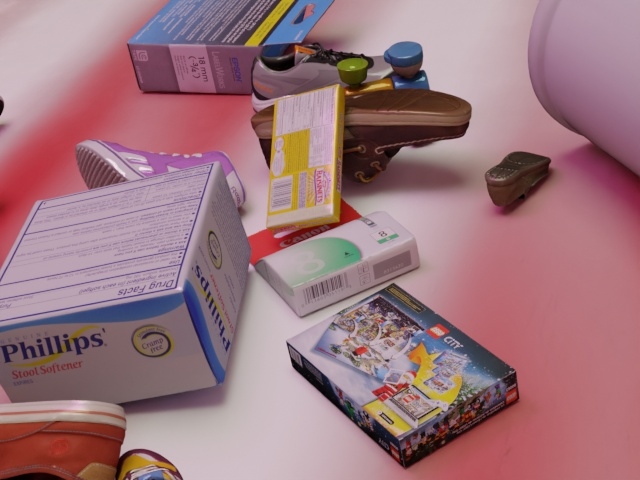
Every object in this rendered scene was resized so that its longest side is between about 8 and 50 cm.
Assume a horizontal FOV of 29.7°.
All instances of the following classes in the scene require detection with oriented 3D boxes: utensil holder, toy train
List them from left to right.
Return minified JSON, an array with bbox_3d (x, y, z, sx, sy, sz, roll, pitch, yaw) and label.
[{"bbox_3d":[0.049,-0.211,1.834,0.248,0.143,0.105,-11,32,0],"label":"toy train"},{"bbox_3d":[0.497,-0.208,1.531,0.328,0.327,0.385,-19,35,-12],"label":"utensil holder"}]

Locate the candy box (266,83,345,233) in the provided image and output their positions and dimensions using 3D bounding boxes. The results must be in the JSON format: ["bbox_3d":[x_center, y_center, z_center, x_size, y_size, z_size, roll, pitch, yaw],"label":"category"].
[{"bbox_3d":[-0.020,-0.114,1.665,0.105,0.027,0.205,-9,63,25],"label":"candy box"}]

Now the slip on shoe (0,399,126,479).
[{"bbox_3d":[-0.365,0.239,1.308,0.331,0.123,0.101,-8,70,18],"label":"slip on shoe"}]

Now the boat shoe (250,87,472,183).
[{"bbox_3d":[0.062,-0.143,1.748,0.342,0.123,0.123,-2,21,26],"label":"boat shoe"}]

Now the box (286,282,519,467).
[{"bbox_3d":[0.089,0.145,1.366,0.159,0.044,0.233,-26,35,-22],"label":"box"}]

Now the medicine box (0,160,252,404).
[{"bbox_3d":[-0.244,0.056,1.485,0.264,0.149,0.289,-11,33,13],"label":"medicine box"}]

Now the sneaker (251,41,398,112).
[{"bbox_3d":[0.016,-0.275,1.978,0.272,0.108,0.100,-10,31,0],"label":"sneaker"}]

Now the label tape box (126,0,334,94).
[{"bbox_3d":[-0.139,-0.360,2.155,0.334,0.106,0.240,4,36,21],"label":"label tape box"}]

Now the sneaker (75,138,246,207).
[{"bbox_3d":[-0.230,-0.093,1.793,0.282,0.102,0.161,29,46,32],"label":"sneaker"}]

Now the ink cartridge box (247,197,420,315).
[{"bbox_3d":[0.000,0.000,1.611,0.181,0.056,0.224,-22,36,-17],"label":"ink cartridge box"}]

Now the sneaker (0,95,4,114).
[{"bbox_3d":[-0.605,-0.165,2.050,0.097,0.084,0.234,30,47,14],"label":"sneaker"}]

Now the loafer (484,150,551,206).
[{"bbox_3d":[0.270,-0.086,1.665,0.056,0.050,0.148,20,28,34],"label":"loafer"}]

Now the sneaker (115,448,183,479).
[{"bbox_3d":[-0.169,0.255,1.239,0.070,0.084,0.185,-23,35,-18],"label":"sneaker"}]
